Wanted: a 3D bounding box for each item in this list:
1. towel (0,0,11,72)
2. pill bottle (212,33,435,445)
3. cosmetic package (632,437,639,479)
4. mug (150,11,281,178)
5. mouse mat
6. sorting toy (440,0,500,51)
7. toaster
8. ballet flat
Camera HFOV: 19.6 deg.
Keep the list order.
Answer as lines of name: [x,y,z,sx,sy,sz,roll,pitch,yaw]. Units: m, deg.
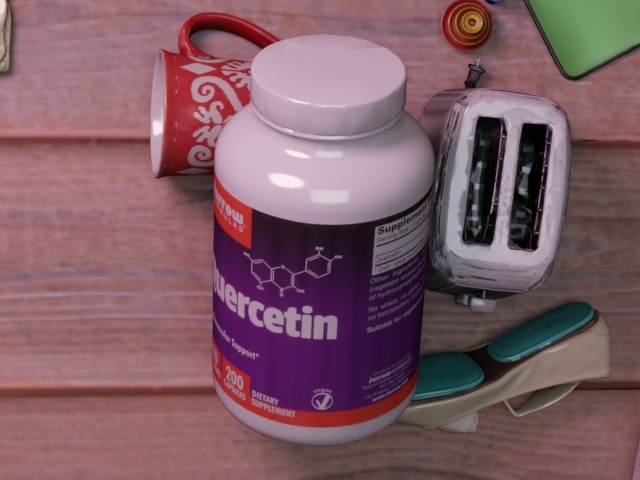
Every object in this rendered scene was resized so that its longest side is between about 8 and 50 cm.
towel: [-0.348,-0.198,1.631,0.148,0.027,0.110,-3,91,-7]
pill bottle: [0.000,0.000,1.544,0.181,0.181,0.323,-3,123,-7]
cosmetic package: [0.384,0.179,1.672,0.151,0.151,0.183,9,90,-8]
mug: [-0.060,-0.126,1.630,0.169,0.113,0.150,2,93,-11]
mouse mat: [0.276,-0.254,1.719,0.190,0.007,0.152,-28,95,-7]
sorting toy: [0.138,-0.224,1.684,0.061,0.042,0.102,-6,92,-7]
toaster: [0.151,-0.051,1.639,0.129,0.146,0.227,8,91,-8]
ballet flat: [0.152,0.133,1.683,0.248,0.086,0.086,-18,94,-7]
